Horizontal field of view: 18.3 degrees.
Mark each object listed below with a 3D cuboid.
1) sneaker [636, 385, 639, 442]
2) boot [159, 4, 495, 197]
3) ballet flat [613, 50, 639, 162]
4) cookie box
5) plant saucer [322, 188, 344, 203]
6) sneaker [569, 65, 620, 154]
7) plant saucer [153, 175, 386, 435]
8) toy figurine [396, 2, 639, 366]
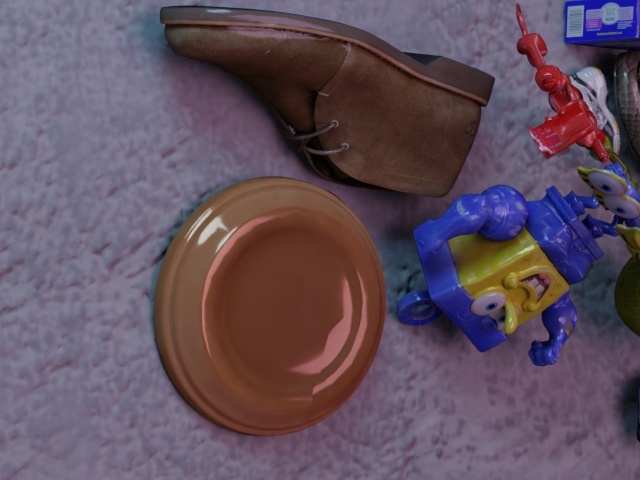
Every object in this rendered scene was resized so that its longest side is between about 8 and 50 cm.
[{"bbox_3d":[0.351,0.158,1.786,0.188,0.067,0.078,3,108,-37],"label":"sneaker"},{"bbox_3d":[0.004,-0.107,1.517,0.305,0.112,0.115,15,90,-37],"label":"boot"},{"bbox_3d":[0.329,-0.062,1.760,0.084,0.058,0.250,-49,118,-44],"label":"ballet flat"},{"bbox_3d":[0.281,-0.187,1.722,0.107,0.092,0.040,2,90,-36],"label":"cookie box"},{"bbox_3d":[0.000,0.000,1.559,0.083,0.015,0.083,1,88,-35],"label":"plant saucer"},{"bbox_3d":[0.234,-0.108,1.727,0.037,0.032,0.083,-21,99,-18],"label":"sneaker"},{"bbox_3d":[-0.030,0.051,1.509,0.200,0.037,0.200,-2,93,-31],"label":"plant saucer"},{"bbox_3d":[0.161,0.006,1.620,0.362,0.217,0.191,46,16,-54],"label":"toy figurine"}]
